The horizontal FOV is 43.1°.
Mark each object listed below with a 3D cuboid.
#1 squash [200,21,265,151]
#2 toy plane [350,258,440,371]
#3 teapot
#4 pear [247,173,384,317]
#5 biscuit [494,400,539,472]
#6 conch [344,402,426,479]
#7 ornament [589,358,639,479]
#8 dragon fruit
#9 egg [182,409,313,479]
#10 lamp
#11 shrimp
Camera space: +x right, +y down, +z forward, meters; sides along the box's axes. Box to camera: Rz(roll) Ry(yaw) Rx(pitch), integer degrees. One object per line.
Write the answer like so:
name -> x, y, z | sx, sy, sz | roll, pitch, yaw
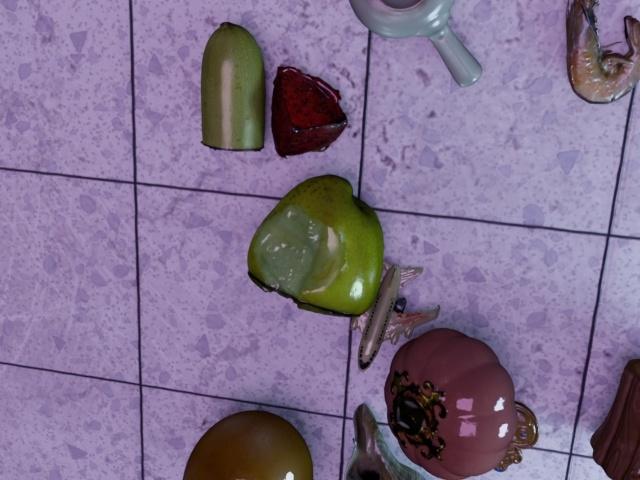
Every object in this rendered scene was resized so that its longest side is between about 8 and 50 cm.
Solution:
squash -> -0.171, -0.305, 1.602 | 0.132, 0.132, 0.247 | 7, 109, 11
toy plane -> 0.125, 0.156, 1.696 | 0.229, 0.092, 0.244 | 19, 96, 4
teapot -> 0.167, -0.420, 1.473 | 0.220, 0.149, 0.318 | -10, 105, 9
pear -> 0.000, 0.000, 1.618 | 0.292, 0.159, 0.292 | -1, 86, 22
biscuit -> 0.404, 0.428, 1.762 | 0.124, 0.026, 0.175 | 21, 111, 6
conch -> 0.150, 0.565, 1.809 | 0.203, 0.169, 0.386 | -24, 66, -3
ornament -> 0.658, 0.360, 1.589 | 0.235, 0.221, 0.218 | 20, 110, 35
dragon fruit -> -0.035, -0.259, 1.619 | 0.127, 0.120, 0.161 | -37, 67, 60
egg -> -0.164, 0.538, 1.793 | 0.282, 0.282, 0.351 | 30, 113, 2
lamp -> 0.274, 0.327, 1.647 | 0.305, 0.239, 0.305 | 13, 106, 53
shrimp -> 0.510, -0.371, 1.467 | 0.143, 0.052, 0.251 | -13, 112, 6
